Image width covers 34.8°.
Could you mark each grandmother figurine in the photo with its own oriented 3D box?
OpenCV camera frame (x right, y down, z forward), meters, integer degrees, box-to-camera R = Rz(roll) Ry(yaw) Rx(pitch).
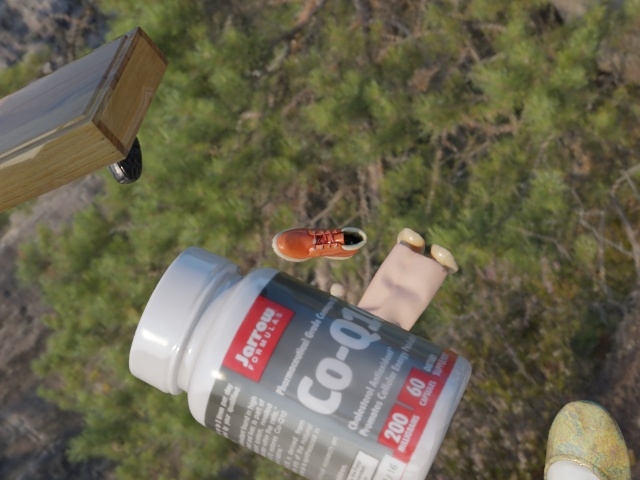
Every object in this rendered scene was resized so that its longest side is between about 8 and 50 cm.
[{"bbox_3d":[0.094,0.149,1.678,0.207,0.104,0.342,28,71,32],"label":"grandmother figurine"}]

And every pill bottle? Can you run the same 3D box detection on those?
[{"bbox_3d":[-0.020,0.123,0.937,0.283,0.161,0.161,25,59,9],"label":"pill bottle"}]

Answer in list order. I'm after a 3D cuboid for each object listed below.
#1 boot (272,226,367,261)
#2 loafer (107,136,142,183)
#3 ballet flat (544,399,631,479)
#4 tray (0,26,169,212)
[{"bbox_3d":[0.000,0.000,1.716,0.084,0.157,0.059,153,114,-62],"label":"boot"},{"bbox_3d":[-0.378,-0.190,1.790,0.078,0.076,0.223,-37,72,35],"label":"loafer"},{"bbox_3d":[0.352,0.383,1.401,0.123,0.349,0.123,-3,31,2],"label":"ballet flat"},{"bbox_3d":[-0.409,-0.138,1.409,0.410,0.076,0.203,-18,39,29],"label":"tray"}]
